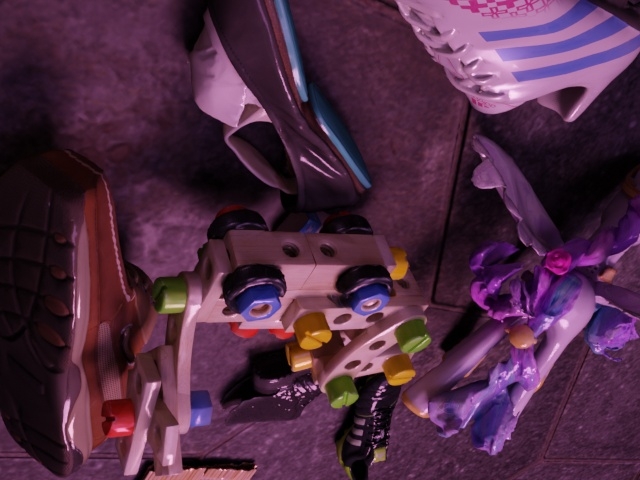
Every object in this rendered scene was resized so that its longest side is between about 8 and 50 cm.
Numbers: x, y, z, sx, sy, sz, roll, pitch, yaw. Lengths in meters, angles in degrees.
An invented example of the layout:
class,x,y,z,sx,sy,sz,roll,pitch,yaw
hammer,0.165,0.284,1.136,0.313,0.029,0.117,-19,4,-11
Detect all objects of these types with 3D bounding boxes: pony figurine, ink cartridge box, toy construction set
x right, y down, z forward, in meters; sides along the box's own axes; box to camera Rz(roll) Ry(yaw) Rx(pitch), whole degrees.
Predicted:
class,x,y,z,sx,sy,sz,roll,pitch,yaw
pony figurine,0.246,0.054,0.806,0.363,0.303,0.351,-53,165,18
ink cartridge box,0.000,0.000,0.760,0.083,0.028,0.048,21,119,-41
toy construction set,-0.037,0.078,0.687,0.327,0.151,0.215,-13,149,-39

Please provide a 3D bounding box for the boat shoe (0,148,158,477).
class,x,y,z,sx,sy,sz,roll,pitch,yaw
boat shoe,-0.204,0.060,0.660,0.120,0.122,0.324,-34,151,-43

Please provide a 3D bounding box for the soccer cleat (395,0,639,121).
class,x,y,z,sx,sy,sz,roll,pitch,yaw
soccer cleat,0.126,-0.168,0.606,0.331,0.116,0.143,8,125,-34

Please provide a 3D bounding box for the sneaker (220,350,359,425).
class,x,y,z,sx,sy,sz,roll,pitch,yaw
sneaker,-0.026,0.165,0.889,0.170,0.051,0.089,-5,132,-18

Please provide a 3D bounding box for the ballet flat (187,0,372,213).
class,x,y,z,sx,sy,sz,roll,pitch,yaw
ballet flat,-0.040,-0.108,0.595,0.096,0.095,0.280,-20,138,7

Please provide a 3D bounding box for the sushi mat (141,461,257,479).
class,x,y,z,sx,sy,sz,roll,pitch,yaw
sushi mat,-0.216,0.390,1.018,0.151,0.019,0.316,14,121,-36

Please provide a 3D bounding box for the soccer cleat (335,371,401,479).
class,x,y,z,sx,sy,sz,roll,pitch,yaw
soccer cleat,0.068,0.236,0.986,0.060,0.072,0.179,-2,131,-27
